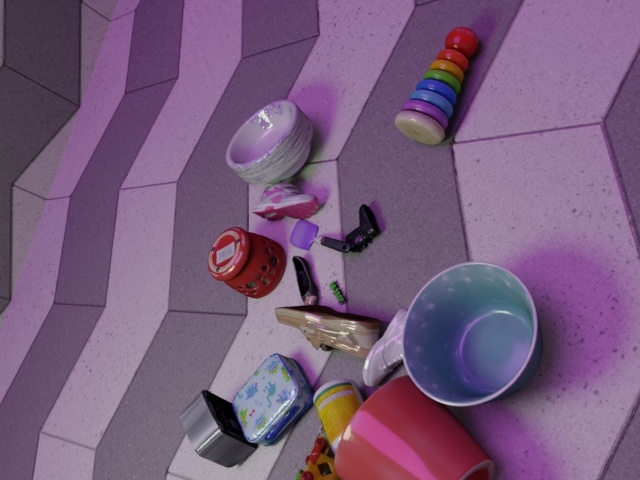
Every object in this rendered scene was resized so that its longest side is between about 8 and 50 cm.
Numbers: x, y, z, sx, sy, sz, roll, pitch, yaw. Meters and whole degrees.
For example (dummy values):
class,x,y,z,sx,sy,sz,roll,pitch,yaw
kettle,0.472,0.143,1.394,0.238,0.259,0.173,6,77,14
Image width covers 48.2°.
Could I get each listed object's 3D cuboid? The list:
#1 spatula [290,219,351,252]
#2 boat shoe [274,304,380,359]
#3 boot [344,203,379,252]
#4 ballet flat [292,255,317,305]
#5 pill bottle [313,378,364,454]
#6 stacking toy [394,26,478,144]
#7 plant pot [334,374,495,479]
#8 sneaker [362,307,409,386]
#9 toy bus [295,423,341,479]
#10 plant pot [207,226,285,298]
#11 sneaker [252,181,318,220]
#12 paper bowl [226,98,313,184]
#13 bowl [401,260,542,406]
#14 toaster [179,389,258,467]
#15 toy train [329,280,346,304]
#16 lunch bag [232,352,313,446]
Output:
class,x,y,z,sx,sy,sz,roll,pitch,yaw
spatula,0.000,0.000,2.046,0.296,0.030,0.084,17,82,58
boat shoe,0.006,0.236,1.870,0.341,0.122,0.110,7,96,45
boot,0.108,-0.031,1.974,0.099,0.045,0.121,-42,44,27
ballet flat,-0.050,0.118,2.035,0.057,0.049,0.173,-38,48,23
pill bottle,0.068,0.445,1.707,0.117,0.118,0.208,-43,47,18
stacking toy,0.325,-0.429,1.919,0.141,0.141,0.330,16,77,46
plant pot,0.207,0.461,1.486,0.243,0.275,0.275,34,94,37
sneaker,0.183,0.272,1.727,0.094,0.080,0.212,31,90,35
toy bus,0.006,0.560,1.711,0.104,0.191,0.202,26,87,3
plant pot,-0.228,0.058,2.145,0.191,0.174,0.191,-23,53,33
sneaker,-0.104,-0.129,2.176,0.252,0.103,0.111,-1,70,42
paper bowl,-0.145,-0.292,2.242,0.284,0.148,0.284,-27,41,25
bowl,0.346,0.215,1.530,0.312,0.163,0.311,-20,56,33
toaster,-0.280,0.510,1.947,0.110,0.186,0.168,-44,46,3
toy train,0.047,0.144,1.956,0.023,0.017,0.083,-53,43,23
lunch bag,-0.129,0.430,1.917,0.219,0.090,0.176,-50,43,11
